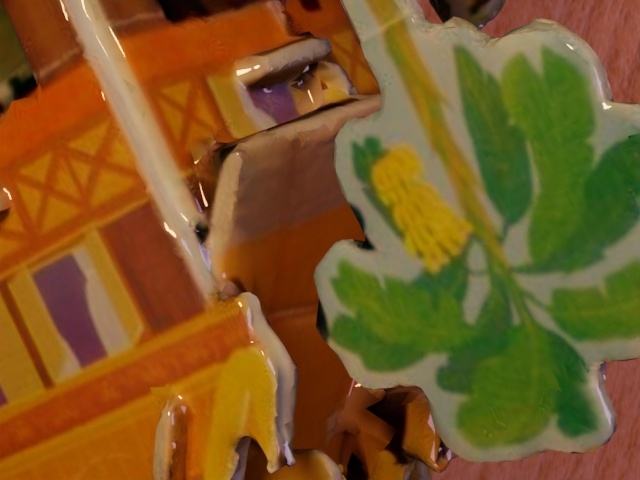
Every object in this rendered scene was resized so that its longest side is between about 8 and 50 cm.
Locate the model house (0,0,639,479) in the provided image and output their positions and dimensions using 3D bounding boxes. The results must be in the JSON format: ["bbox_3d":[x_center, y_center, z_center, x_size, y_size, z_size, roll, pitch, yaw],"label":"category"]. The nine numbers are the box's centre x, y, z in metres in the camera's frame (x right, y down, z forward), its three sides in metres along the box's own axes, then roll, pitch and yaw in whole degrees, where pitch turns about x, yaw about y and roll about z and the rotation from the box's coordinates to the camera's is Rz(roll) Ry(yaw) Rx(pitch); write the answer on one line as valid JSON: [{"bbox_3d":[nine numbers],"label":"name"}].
[{"bbox_3d":[0.000,0.000,0.671,0.242,0.358,0.313,-28,91,-53],"label":"model house"}]

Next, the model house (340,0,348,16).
[{"bbox_3d":[-0.012,-0.179,0.869,0.271,0.178,0.206,46,58,-49],"label":"model house"}]
